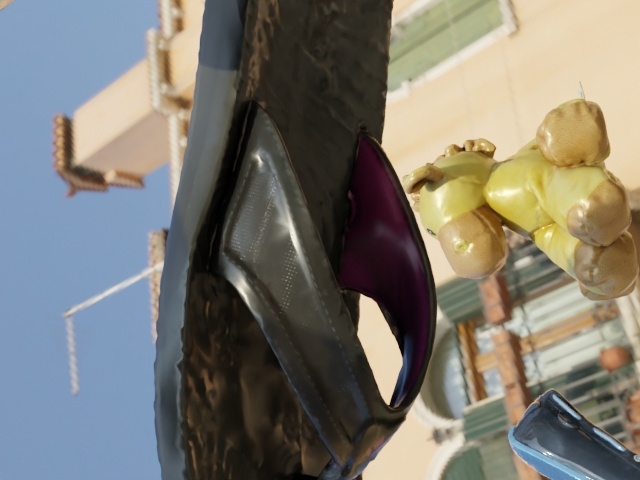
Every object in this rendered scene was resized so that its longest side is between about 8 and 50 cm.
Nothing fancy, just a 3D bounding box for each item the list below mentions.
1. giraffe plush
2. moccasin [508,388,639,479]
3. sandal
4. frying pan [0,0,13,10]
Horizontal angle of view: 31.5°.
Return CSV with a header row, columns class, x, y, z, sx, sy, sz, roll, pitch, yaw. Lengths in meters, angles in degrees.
class,x,y,z,sx,sy,sz,roll,pitch,yaw
giraffe plush,0.161,-0.035,0.963,0.210,0.171,0.181,-94,-13,-45
moccasin,0.405,0.290,1.435,0.116,0.342,0.137,-55,-25,-15
sandal,-0.001,-0.001,0.641,0.168,0.107,0.445,1,-89,-51
frying pan,-0.193,-0.107,0.465,0.053,0.197,0.326,54,-152,-9
